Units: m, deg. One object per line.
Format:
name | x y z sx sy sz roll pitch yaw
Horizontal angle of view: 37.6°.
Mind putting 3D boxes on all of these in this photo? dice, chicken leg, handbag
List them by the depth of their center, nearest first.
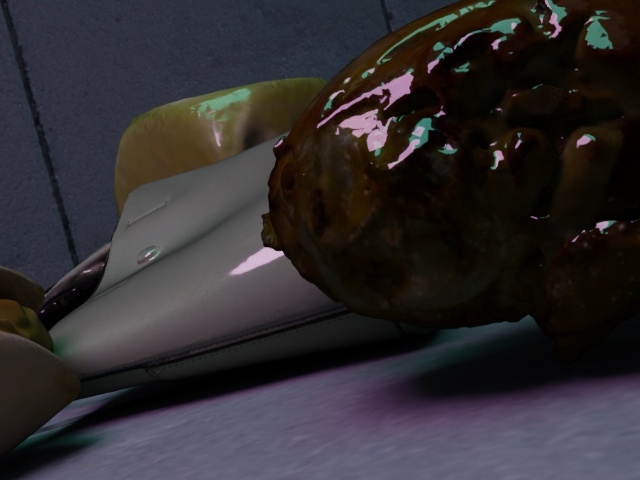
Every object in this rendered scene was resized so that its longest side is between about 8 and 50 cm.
chicken leg | 0.152 -0.061 0.411 0.361 0.140 0.211 -19 30 -15
handbag | -0.080 0.005 0.602 0.315 0.109 0.241 -12 27 15
dice | -0.079 -0.054 1.081 0.233 0.227 0.238 -10 5 45

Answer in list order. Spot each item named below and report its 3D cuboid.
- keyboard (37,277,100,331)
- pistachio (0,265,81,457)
keyboard | -0.182 0.027 0.867 0.317 0.027 0.106 -35 -10 -2
pistachio | -0.229 0.071 0.446 0.215 0.144 0.144 -5 -3 -36
